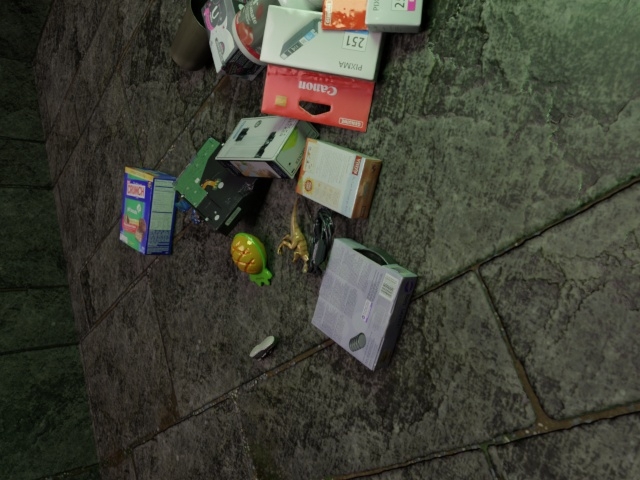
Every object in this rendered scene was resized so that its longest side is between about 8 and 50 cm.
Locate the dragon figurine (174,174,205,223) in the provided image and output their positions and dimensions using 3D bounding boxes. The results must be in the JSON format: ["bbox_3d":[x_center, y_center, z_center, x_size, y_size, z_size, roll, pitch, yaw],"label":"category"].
[{"bbox_3d":[-0.477,-0.151,1.950,0.289,0.085,0.143,26,109,43],"label":"dragon figurine"}]

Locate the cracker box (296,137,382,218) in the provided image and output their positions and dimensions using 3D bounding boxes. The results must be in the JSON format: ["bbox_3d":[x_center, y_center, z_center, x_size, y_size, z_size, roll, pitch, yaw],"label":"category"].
[{"bbox_3d":[0.042,-0.166,1.398,0.232,0.067,0.155,30,113,44],"label":"cracker box"}]

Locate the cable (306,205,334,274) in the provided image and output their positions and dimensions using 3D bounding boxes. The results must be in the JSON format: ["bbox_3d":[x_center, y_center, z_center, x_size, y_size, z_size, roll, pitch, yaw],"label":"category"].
[{"bbox_3d":[0.000,0.000,1.428,0.150,0.047,0.184,-160,79,-82],"label":"cable"}]

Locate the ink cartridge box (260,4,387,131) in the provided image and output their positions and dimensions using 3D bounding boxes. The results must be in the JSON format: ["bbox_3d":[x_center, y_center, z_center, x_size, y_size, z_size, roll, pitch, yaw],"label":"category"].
[{"bbox_3d":[-0.005,-0.429,1.337,0.297,0.066,0.261,13,102,12],"label":"ink cartridge box"}]

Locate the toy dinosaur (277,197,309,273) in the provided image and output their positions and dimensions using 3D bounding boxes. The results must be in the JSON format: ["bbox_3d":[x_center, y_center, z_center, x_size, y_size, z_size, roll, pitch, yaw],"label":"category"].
[{"bbox_3d":[-0.071,-0.006,1.541,0.112,0.064,0.211,-19,85,28],"label":"toy dinosaur"}]

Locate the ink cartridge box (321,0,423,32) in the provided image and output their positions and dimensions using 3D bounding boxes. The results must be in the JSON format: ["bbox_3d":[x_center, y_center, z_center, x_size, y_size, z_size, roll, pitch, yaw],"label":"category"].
[{"bbox_3d":[0.123,-0.626,1.222,0.239,0.060,0.275,6,95,11],"label":"ink cartridge box"}]

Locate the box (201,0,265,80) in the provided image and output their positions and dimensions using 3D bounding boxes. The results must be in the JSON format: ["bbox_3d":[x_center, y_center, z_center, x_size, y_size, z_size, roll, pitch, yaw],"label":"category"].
[{"bbox_3d":[-0.257,-0.655,1.665,0.163,0.142,0.247,-30,68,43],"label":"box"}]

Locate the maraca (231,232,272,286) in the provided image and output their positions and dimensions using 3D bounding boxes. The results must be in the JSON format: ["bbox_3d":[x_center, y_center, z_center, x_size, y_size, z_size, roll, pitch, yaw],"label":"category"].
[{"bbox_3d":[-0.213,0.060,1.662,0.127,0.099,0.185,-11,108,49],"label":"maraca"}]

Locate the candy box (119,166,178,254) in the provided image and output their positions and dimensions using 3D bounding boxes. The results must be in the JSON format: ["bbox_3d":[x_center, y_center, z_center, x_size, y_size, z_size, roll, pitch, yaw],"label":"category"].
[{"bbox_3d":[-0.702,-0.124,2.170,0.268,0.122,0.317,19,103,46],"label":"candy box"}]

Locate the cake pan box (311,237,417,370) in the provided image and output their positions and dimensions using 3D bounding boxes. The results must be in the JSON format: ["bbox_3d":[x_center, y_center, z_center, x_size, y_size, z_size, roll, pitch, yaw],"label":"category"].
[{"bbox_3d":[0.101,0.148,1.337,0.246,0.070,0.266,28,111,42],"label":"cake pan box"}]

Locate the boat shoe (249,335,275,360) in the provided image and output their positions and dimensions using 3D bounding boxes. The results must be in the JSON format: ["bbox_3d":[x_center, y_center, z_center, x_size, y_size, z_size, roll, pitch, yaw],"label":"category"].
[{"bbox_3d":[-0.172,0.338,1.658,0.125,0.038,0.046,-41,19,34],"label":"boat shoe"}]

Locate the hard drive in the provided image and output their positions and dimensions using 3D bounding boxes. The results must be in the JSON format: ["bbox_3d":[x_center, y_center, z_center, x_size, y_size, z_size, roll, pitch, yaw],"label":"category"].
[{"bbox_3d":[-0.331,-0.187,1.740,0.339,0.064,0.237,37,88,40],"label":"hard drive"}]

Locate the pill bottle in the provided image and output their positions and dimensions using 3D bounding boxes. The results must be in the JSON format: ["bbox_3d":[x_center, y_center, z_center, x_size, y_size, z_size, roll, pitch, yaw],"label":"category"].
[{"bbox_3d":[-0.088,-0.628,1.455,0.319,0.176,0.176,-21,75,45],"label":"pill bottle"}]

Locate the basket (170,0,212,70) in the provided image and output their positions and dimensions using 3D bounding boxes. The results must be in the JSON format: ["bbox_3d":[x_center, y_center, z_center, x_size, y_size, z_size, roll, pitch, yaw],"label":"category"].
[{"bbox_3d":[-0.419,-0.707,1.839,0.227,0.154,0.204,-39,47,45],"label":"basket"}]

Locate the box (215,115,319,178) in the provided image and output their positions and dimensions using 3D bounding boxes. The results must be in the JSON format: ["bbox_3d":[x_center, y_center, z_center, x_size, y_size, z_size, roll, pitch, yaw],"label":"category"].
[{"bbox_3d":[-0.158,-0.272,1.546,0.290,0.087,0.169,12,65,47],"label":"box"}]
